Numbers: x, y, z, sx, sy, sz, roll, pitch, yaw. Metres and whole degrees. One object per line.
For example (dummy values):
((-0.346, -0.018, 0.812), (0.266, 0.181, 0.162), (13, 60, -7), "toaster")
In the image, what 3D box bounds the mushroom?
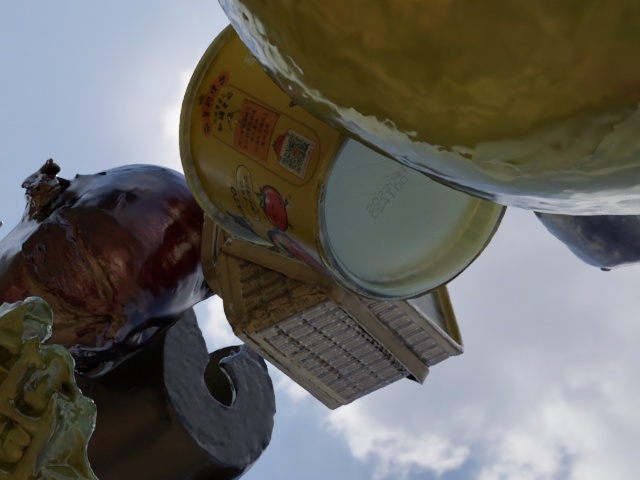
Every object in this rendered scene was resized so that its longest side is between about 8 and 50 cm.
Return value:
((0.243, -0.037, 1.075), (0.096, 0.278, 0.099), (-51, -130, 9), "mushroom")

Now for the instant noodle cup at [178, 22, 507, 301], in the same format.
((0.024, -0.053, 0.725), (0.144, 0.182, 0.182), (37, -59, 52), "instant noodle cup")

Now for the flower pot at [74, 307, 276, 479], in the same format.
((-0.218, 0.239, 1.535), (0.251, 0.379, 0.379), (-25, -99, 28), "flower pot")

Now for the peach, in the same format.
((0.101, -0.170, 0.489), (0.316, 0.314, 0.281), (43, -53, 15), "peach")

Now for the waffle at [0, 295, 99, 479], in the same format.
((-0.327, 0.197, 0.991), (0.297, 0.073, 0.317), (-17, -114, 7), "waffle")

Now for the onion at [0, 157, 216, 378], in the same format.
((-0.265, 0.021, 1.337), (0.314, 0.314, 0.232), (-27, -77, 40), "onion")

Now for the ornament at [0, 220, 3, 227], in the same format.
((-0.595, -0.089, 1.961), (0.088, 0.081, 0.203), (-2, -58, -1), "ornament")

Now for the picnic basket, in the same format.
((0.000, 0.000, 1.236), (0.175, 0.228, 0.312), (-27, -130, 18), "picnic basket")
